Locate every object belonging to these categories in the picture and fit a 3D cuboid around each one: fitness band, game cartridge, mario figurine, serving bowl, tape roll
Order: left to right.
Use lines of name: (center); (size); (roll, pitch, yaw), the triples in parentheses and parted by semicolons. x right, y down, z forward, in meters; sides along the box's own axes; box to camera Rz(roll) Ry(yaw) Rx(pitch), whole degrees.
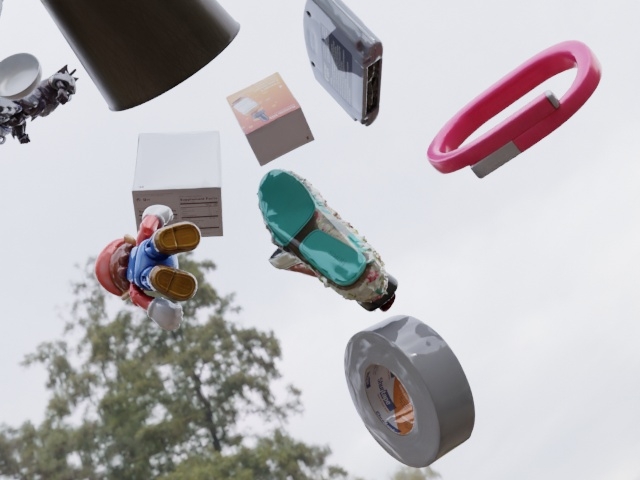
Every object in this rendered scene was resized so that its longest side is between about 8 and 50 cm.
serving bowl: (-0.449, -0.239, 1.178); (0.083, 0.083, 0.027); (-29, -31, -3)
mario figurine: (-0.286, 0.042, 1.449); (0.170, 0.321, 0.198); (46, -113, -20)
game cartridge: (0.043, -0.370, 1.589); (0.062, 0.198, 0.297); (-33, -18, -10)
tape roll: (0.128, 0.224, 1.183); (0.072, 0.219, 0.219); (-22, -34, -29)
fitness band: (0.288, -0.197, 1.210); (0.291, 0.209, 0.054); (-34, -69, 26)

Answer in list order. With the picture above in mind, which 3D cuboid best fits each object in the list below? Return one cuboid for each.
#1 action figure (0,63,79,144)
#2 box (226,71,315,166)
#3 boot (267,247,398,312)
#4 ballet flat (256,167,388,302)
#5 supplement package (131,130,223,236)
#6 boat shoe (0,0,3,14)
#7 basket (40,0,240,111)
action figure: (-0.559, -0.249, 1.505); (0.185, 0.099, 0.285); (-44, 2, 28)
box: (-0.107, -0.258, 1.668); (0.130, 0.170, 0.091); (-27, -48, -3)
boot: (0.022, 0.051, 1.221); (0.176, 0.244, 0.088); (40, -104, -13)
ballet flat: (0.000, 0.000, 0.970); (0.091, 0.241, 0.077); (-45, -41, 6)
supplement package: (-0.339, -0.139, 1.915); (0.204, 0.261, 0.145); (-3, -51, -6)
boat shoe: (-0.466, -0.381, 0.999); (0.094, 0.109, 0.302); (15, -44, -3)
basket: (-0.235, -0.287, 0.896); (0.204, 0.154, 0.227); (-15, -54, 32)
